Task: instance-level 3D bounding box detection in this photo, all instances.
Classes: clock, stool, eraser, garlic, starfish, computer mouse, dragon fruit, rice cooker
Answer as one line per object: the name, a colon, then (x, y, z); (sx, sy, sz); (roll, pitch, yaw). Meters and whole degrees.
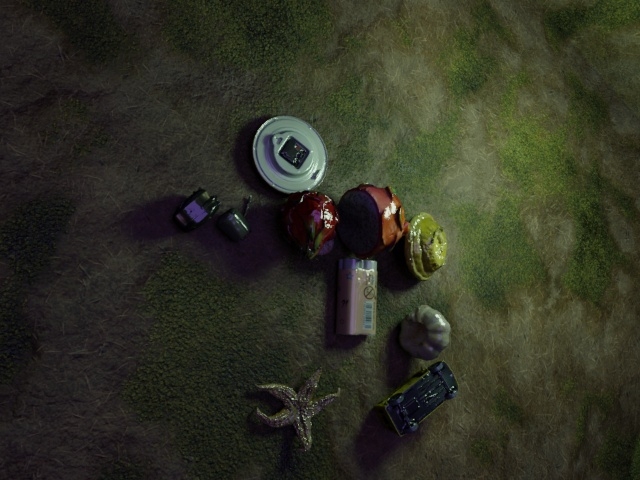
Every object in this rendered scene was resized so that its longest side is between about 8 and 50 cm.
clock: (-0.114, -0.327, 1.888); (0.318, 0.080, 0.319); (4, 81, -26)
stool: (-0.305, -0.053, 1.742); (0.096, 0.096, 0.110); (-47, 108, -24)
eraser: (0.149, 0.222, 1.926); (0.171, 0.087, 0.291); (7, 79, -27)
garlic: (0.439, 0.375, 2.007); (0.212, 0.218, 0.219); (21, 71, -52)
starfish: (-0.076, 0.580, 1.769); (0.302, 0.060, 0.299); (-34, 91, -21)
computer mouse: (0.332, -0.013, 2.060); (0.122, 0.073, 0.217); (-42, 103, -24)
dragon fruit: (0.209, -0.086, 1.901); (0.189, 0.290, 0.291); (-16, 89, -36)
dragon fruit: (-0.032, -0.052, 1.797); (0.233, 0.234, 0.293); (-1, 64, -26)
rice cooker: (-0.422, -0.102, 1.681); (0.106, 0.112, 0.165); (41, 67, -9)

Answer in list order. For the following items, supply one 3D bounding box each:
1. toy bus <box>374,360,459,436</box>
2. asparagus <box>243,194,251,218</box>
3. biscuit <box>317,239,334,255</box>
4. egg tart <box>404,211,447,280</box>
toy bus: (0.379, 0.609, 1.939); (0.331, 0.151, 0.145); (-29, 89, -25)
asparagus: (-0.272, -0.112, 1.810); (0.014, 0.015, 0.115); (20, 74, -20)
biscuit: (0.000, 0.000, 1.926); (0.120, 0.015, 0.120); (4, 81, -25)
egg tart: (0.450, 0.026, 2.042); (0.290, 0.115, 0.291); (0, 90, -53)
